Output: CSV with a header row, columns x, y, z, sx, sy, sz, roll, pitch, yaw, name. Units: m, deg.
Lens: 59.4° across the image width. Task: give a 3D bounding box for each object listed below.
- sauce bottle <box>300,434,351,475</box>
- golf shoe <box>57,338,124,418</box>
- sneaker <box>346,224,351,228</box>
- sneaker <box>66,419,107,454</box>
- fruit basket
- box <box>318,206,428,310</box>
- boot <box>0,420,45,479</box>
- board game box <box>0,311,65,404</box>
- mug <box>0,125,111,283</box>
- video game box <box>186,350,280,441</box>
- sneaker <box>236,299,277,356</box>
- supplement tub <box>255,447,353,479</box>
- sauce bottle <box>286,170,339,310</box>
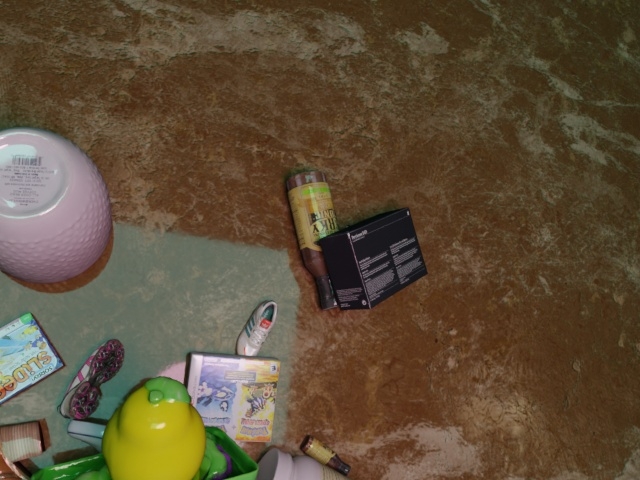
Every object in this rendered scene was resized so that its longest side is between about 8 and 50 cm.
x,y,z,sx,sy,sz,roll,pitch,yaw,name
0.014,0.508,1.319,0.128,0.042,0.042,37,68,-9,sauce bottle
-0.489,0.286,1.185,0.067,0.086,0.186,58,39,-33,golf shoe
0.109,-0.006,1.485,0.109,0.040,0.044,19,100,-19,sneaker
-0.406,0.445,1.162,0.258,0.094,0.091,25,66,-12,sneaker
-0.311,0.402,1.009,0.392,0.283,0.392,-3,95,-31,fruit basket
0.136,0.040,1.377,0.261,0.103,0.184,-22,100,-46,box
-0.632,0.503,1.061,0.220,0.109,0.283,-11,79,-22,boot
-0.657,0.259,1.154,0.201,0.035,0.136,-33,89,-23,board game box
-0.609,-0.087,1.098,0.374,0.328,0.276,15,72,-15,mug
-0.203,0.353,1.264,0.205,0.048,0.187,8,88,-17,video game box
-0.147,0.209,1.318,0.057,0.075,0.161,30,69,-10,sneaker
-0.002,0.605,1.183,0.325,0.235,0.235,32,69,-9,supplement tub
0.000,0.000,1.404,0.111,0.111,0.344,-11,81,-21,sauce bottle
